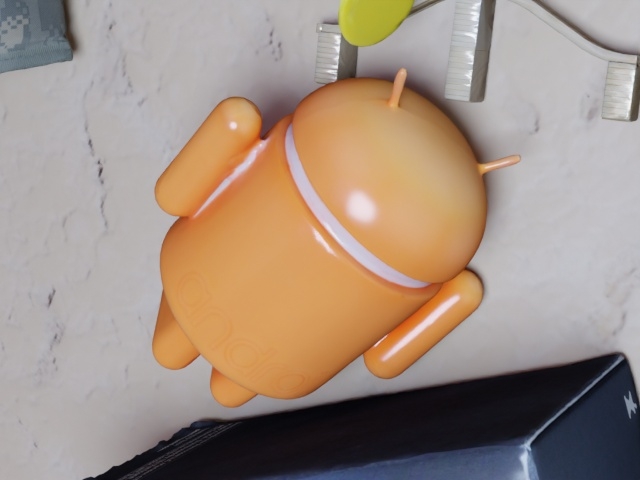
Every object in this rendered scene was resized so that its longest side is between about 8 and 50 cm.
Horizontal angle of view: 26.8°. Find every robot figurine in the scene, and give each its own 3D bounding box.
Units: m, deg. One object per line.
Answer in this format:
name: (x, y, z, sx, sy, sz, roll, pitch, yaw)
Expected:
robot figurine: (0.002, 0.001, 0.728, 0.219, 0.128, 0.158, -42, 77, 28)

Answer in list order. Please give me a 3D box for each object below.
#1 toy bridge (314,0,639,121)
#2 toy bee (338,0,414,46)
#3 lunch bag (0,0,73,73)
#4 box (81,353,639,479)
toy bridge: (0.081, -0.106, 0.724, 0.188, 0.026, 0.063, 11, 101, 26)
toy bee: (0.025, -0.190, 0.654, 0.298, 0.162, 0.195, 9, 110, 25)
lunch bag: (-0.317, -0.216, 0.837, 0.287, 0.169, 0.235, 4, 105, 35)
box: (0.040, 0.240, 0.719, 0.294, 0.183, 0.296, -14, 92, 27)
